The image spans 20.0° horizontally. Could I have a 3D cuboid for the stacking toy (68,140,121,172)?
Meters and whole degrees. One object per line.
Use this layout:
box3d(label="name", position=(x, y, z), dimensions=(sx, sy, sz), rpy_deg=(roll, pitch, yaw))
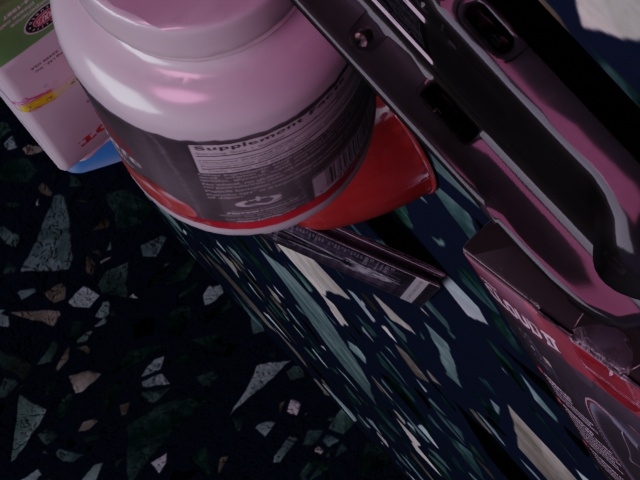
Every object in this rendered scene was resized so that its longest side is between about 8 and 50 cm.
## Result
box3d(label="stacking toy", position=(-0.222, -0.204, 1.852), dimensions=(0.302, 0.165, 0.175), rpy_deg=(-119, 8, -67))

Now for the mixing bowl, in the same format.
box3d(label="mixing bowl", position=(-0.010, -0.075, 1.329), dimensions=(0.181, 0.098, 0.181), rpy_deg=(50, 172, 9))

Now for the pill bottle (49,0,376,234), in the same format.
box3d(label="pill bottle", position=(-0.058, -0.124, 1.053), dimensions=(0.176, 0.176, 0.318), rpy_deg=(48, 173, 13))

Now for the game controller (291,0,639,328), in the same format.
box3d(label="game controller", position=(0.033, -0.096, 0.653), dimensions=(0.319, 0.067, 0.166), rpy_deg=(48, 172, 8))

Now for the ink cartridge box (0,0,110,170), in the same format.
box3d(label="ink cartridge box", position=(-0.156, -0.187, 1.223), dimensions=(0.117, 0.201, 0.278), rpy_deg=(49, 173, 14))

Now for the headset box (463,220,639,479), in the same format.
box3d(label="headset box", position=(0.202, 0.088, 0.807), dimensions=(0.293, 0.110, 0.218), rpy_deg=(55, 171, -36))

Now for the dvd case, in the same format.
box3d(label="dvd case", position=(0.000, 0.000, 1.610), dimensions=(0.221, 0.018, 0.164), rpy_deg=(24, 172, 1))
